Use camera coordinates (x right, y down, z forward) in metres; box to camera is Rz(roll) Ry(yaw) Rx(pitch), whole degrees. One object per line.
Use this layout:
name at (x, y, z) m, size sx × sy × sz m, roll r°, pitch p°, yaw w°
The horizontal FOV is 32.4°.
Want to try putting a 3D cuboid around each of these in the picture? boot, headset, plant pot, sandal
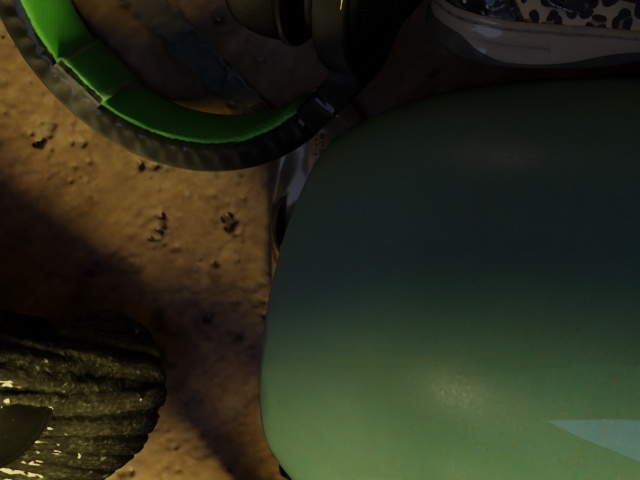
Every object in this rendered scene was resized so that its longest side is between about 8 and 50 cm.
boot at (0.170, -0.174, 0.503) m, size 0.236 × 0.085 × 0.178 m, roll -6°, pitch 125°, yaw -13°
headset at (-0.020, -0.211, 0.570) m, size 0.243 × 0.185 × 0.394 m, roll 44°, pitch 128°, yaw -3°
plant pot at (0.109, 0.050, 0.555) m, size 0.235 × 0.293 × 0.293 m, roll 12°, pitch 114°, yaw 17°
sandal at (0.000, 0.000, 0.675) m, size 0.072 × 0.049 × 0.180 m, roll 2°, pitch 112°, yaw 11°
boot at (-0.298, 0.108, 0.693) m, size 0.348 × 0.260 × 0.131 m, roll -8°, pitch 78°, yaw 33°

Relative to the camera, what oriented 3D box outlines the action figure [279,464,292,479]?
action figure at (0.044, 0.263, 0.726) m, size 0.164 × 0.141 × 0.275 m, roll -40°, pitch 98°, yaw 11°
